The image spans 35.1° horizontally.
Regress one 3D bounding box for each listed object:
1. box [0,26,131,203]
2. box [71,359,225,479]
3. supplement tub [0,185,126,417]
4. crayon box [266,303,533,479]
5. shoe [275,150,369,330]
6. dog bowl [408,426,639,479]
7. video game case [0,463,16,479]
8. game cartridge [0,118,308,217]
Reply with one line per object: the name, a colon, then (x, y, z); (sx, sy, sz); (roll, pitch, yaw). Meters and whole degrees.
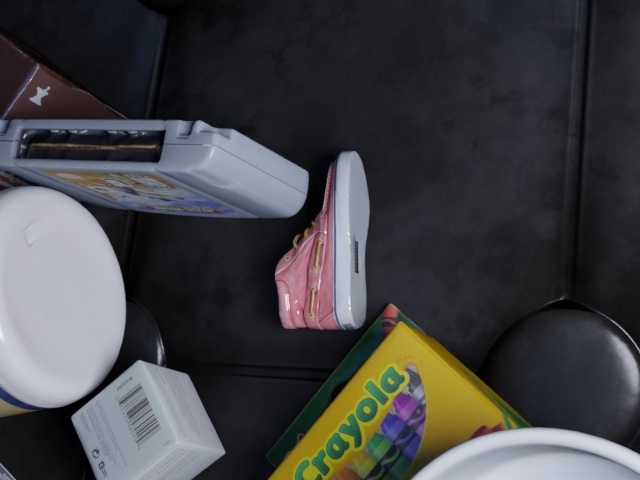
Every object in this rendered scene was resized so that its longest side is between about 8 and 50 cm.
box: (-0.368, -0.143, 1.171); (0.203, 0.168, 0.167); (36, 92, 33)
box: (-0.170, 0.192, 1.002); (0.102, 0.087, 0.101); (-40, 60, 13)
supplement tub: (-0.394, 0.082, 1.076); (0.316, 0.228, 0.228); (-13, 68, 25)
crayon box: (0.090, 0.215, 0.857); (0.318, 0.081, 0.202); (41, 95, 32)
shoe: (0.000, 0.000, 0.986); (0.081, 0.063, 0.178); (-4, 76, 22)
dog bowl: (0.162, 0.266, 0.694); (0.265, 0.104, 0.265); (-7, 72, 23)
video game case: (-0.416, 0.219, 0.996); (0.196, 0.026, 0.274); (-40, 93, 29)
game cartridge: (-0.173, -0.070, 1.024); (0.297, 0.198, 0.062); (4, 75, 30)
